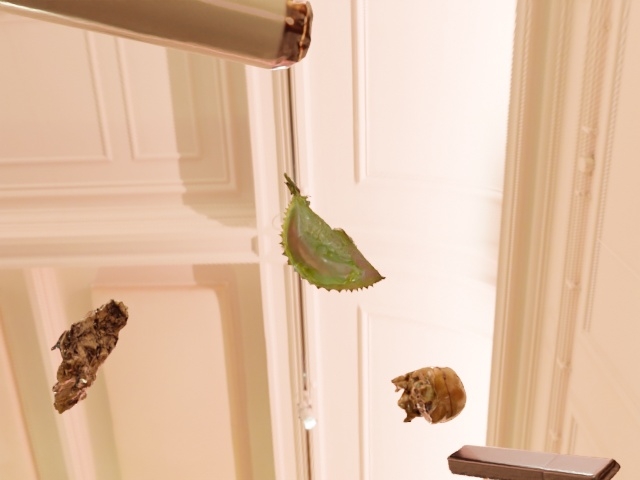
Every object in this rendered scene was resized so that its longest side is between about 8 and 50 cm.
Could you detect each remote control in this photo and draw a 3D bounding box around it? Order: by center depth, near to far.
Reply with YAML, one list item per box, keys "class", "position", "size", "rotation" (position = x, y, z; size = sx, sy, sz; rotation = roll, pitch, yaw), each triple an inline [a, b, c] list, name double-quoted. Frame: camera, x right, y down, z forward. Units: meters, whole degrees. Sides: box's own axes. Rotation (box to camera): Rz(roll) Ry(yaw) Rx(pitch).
- class: "remote control"
  position: [0.271, 0.298, 0.876]
  size: [0.245, 0.063, 0.025]
  rotation: [-18, -87, 52]

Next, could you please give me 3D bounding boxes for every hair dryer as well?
- class: "hair dryer"
  position: [-0.156, -0.171, 0.433]
  size: [0.361, 0.128, 0.203]
  rotation: [6, -24, -22]

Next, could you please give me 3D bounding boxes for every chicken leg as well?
- class: "chicken leg"
  position: [0.166, 0.243, 1.021]
  size: [0.101, 0.207, 0.085]
  rotation: [-14, -109, 0]

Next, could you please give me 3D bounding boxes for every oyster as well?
- class: "oyster"
  position: [-0.502, 0.256, 1.433]
  size: [0.083, 0.214, 0.223]
  rotation: [20, -58, 8]

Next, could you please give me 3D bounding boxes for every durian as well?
- class: "durian"
  position: [0.000, 0.000, 0.986]
  size: [0.215, 0.086, 0.100]
  rotation: [44, -58, 3]
